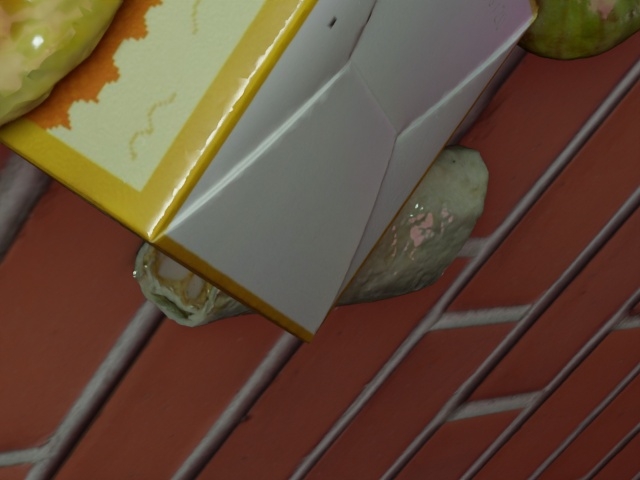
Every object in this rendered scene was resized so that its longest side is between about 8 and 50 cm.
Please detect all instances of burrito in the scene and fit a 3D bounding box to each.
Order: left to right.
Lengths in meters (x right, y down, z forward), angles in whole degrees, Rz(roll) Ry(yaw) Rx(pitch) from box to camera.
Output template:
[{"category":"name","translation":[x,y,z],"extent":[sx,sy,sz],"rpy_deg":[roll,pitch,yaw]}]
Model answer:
[{"category":"burrito","translation":[0.001,-0.003,1.220],"extent":[0.299,0.105,0.143],"rpy_deg":[-10,139,-36]}]

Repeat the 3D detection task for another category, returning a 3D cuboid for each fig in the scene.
[{"category":"fig","translation":[0.185,-0.226,1.018],"extent":[0.149,0.149,0.245],"rpy_deg":[-32,160,-6]}]

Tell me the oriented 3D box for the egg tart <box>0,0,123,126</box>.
[{"category":"egg tart","translation":[-0.262,-0.198,0.514],"extent":[0.443,0.178,0.443],"rpy_deg":[-15,132,-17]}]

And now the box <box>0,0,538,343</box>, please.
[{"category":"box","translation":[-0.049,-0.123,0.782],"extent":[0.259,0.214,0.283],"rpy_deg":[-54,160,-3]}]
